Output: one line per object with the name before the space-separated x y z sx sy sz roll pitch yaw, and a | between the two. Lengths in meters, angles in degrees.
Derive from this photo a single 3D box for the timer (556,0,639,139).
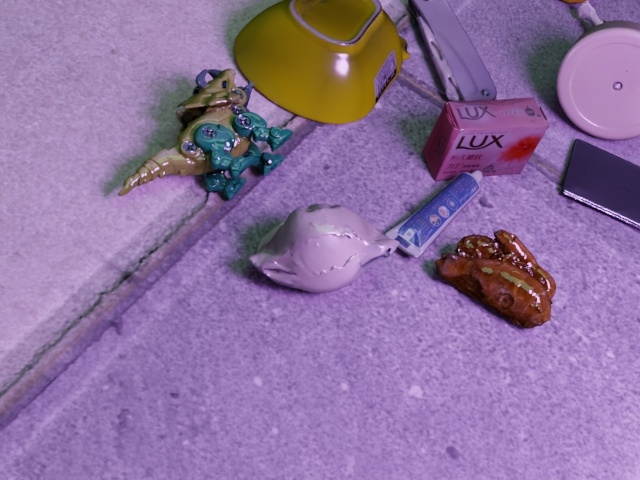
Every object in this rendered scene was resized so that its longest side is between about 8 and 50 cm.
timer | 0.460 -0.284 1.990 0.175 0.175 0.266 24 31 1

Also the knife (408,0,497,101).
knife | 0.193 -0.288 1.947 0.073 0.040 0.265 -10 55 -14

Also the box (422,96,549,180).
box | 0.228 -0.141 1.788 0.156 0.111 0.060 -7 55 -23

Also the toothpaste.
toothpaste | 0.161 -0.041 1.730 0.057 0.034 0.197 35 51 18

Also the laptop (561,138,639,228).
laptop | 0.440 -0.073 1.871 0.180 0.016 0.129 24 47 2

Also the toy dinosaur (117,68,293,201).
toy dinosaur | -0.146 -0.116 1.650 0.153 0.094 0.259 34 56 10

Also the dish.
dish | 0.017 -0.293 1.841 0.221 0.108 0.262 38 49 12

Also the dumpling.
dumpling | 0.000 0.000 1.599 0.188 0.108 0.127 -10 30 -7

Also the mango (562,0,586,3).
mango | 0.448 -0.467 2.167 0.098 0.075 0.190 10 52 18

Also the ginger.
ginger | 0.235 0.038 1.663 0.162 0.073 0.103 29 47 7
